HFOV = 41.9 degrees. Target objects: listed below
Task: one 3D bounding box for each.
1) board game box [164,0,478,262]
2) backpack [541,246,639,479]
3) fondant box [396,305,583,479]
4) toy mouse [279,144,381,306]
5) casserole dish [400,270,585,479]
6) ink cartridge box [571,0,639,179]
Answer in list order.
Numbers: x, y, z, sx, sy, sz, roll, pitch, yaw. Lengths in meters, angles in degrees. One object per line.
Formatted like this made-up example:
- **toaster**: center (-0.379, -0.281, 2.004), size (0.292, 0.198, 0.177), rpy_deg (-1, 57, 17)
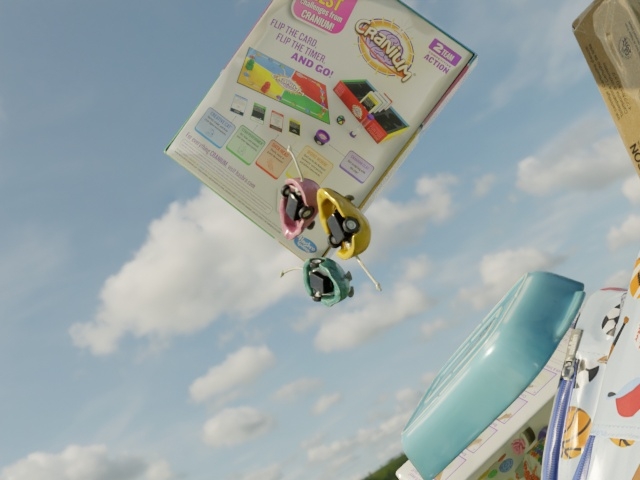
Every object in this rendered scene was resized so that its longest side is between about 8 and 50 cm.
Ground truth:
- **board game box**: center (-0.001, -0.160, 1.016), size (0.316, 0.242, 0.064), rpy_deg (-52, -8, 7)
- **backpack**: center (0.236, 0.137, 0.423), size (0.213, 0.277, 0.263), rpy_deg (-36, 30, 64)
- **fondant box**: center (0.281, 0.274, 1.037), size (0.330, 0.238, 0.096), rpy_deg (-38, 27, -18)
- **toy mouse**: center (0.000, 0.000, 0.732), size (0.031, 0.161, 0.143), rpy_deg (-16, -21, -29)
- **casserole dish**: center (0.109, 0.089, 0.566), size (0.114, 0.037, 0.188), rpy_deg (-47, -9, -46)
- **ink cartridge box**: center (0.394, -0.155, 0.853), size (0.193, 0.234, 0.088), rpy_deg (-11, -16, -23)
